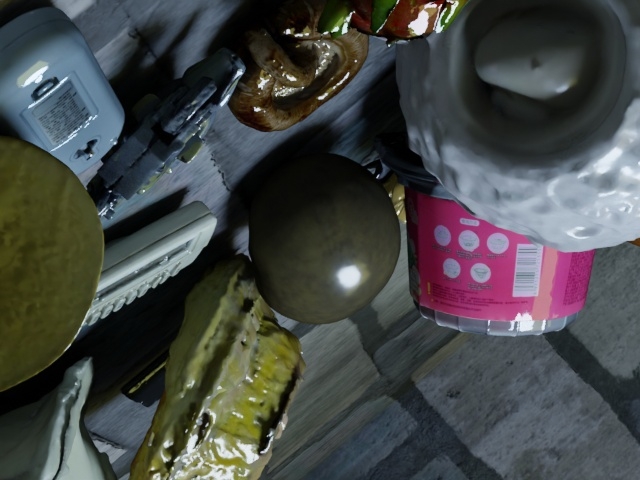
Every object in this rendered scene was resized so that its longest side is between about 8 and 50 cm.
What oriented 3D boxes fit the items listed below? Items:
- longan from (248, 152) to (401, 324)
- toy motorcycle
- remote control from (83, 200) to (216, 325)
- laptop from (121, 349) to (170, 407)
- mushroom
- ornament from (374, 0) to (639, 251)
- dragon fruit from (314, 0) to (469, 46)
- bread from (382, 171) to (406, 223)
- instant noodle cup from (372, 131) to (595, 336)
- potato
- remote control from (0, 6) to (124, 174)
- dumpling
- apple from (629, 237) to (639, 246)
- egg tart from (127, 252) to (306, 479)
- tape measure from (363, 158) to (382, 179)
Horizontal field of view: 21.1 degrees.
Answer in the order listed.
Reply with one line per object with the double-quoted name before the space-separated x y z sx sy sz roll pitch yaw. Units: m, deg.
"longan" 0.000 0.000 1.763 0.167 0.167 0.187 -28 155 -43
"toy motorcycle" -0.126 -0.084 1.358 0.193 0.061 0.124 -42 -171 39
"remote control" -0.199 0.034 1.584 0.230 0.049 0.090 -30 163 -35
"laptop" -0.159 0.139 2.110 0.180 0.016 0.129 -41 167 -2
"mushroom" -0.027 -0.150 1.400 0.135 0.080 0.170 -52 168 6
"ornament" 0.238 -0.160 1.547 0.337 0.337 0.337 -38 166 -11
"dragon fruit" 0.066 -0.236 1.343 0.142 0.138 0.175 -66 177 -67
"bread" 0.154 -0.086 2.084 0.173 0.085 0.134 -43 158 18
"instant noodle cup" 0.189 -0.005 1.808 0.258 0.302 0.181 -12 110 -46
"potato" -0.247 0.009 1.187 0.203 0.178 0.158 -45 -168 1
"remote control" -0.188 -0.096 1.205 0.087 0.047 0.244 -42 169 -6
"dumpling" -0.317 0.256 1.772 0.395 0.233 0.315 117 -7 -48
"apple" 0.462 -0.158 2.182 0.339 0.339 0.339 -38 166 -11
"egg tart" -0.110 0.186 1.860 0.352 0.150 0.352 21 90 -89
"tape measure" 0.110 -0.071 1.984 0.180 0.104 0.107 2 173 25
